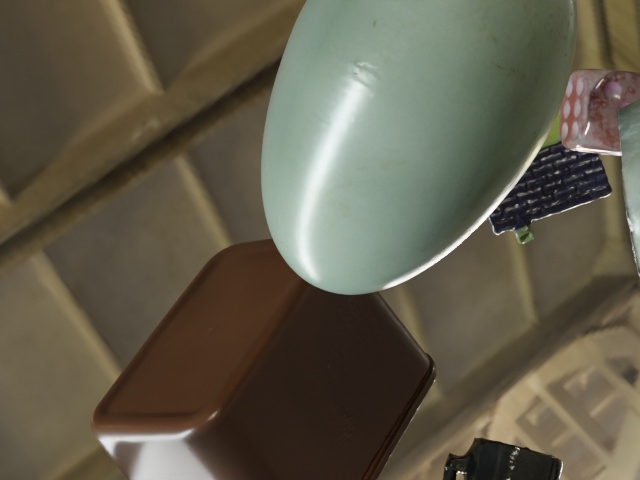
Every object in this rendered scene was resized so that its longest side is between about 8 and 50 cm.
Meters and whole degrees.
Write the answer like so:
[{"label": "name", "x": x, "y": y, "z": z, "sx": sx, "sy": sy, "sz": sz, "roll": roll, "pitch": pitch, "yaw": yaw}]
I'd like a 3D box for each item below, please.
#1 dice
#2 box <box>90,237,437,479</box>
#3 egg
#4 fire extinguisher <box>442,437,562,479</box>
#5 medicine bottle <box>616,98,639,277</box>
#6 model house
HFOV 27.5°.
[{"label": "dice", "x": 0.326, "y": -0.144, "z": 1.474, "sx": 0.094, "sy": 0.091, "sz": 0.093, "roll": -163, "pitch": 79, "yaw": -81}, {"label": "box", "x": -0.067, "y": 0.179, "z": 1.517, "sx": 0.229, "sy": 0.239, "sz": 0.339, "roll": 56, "pitch": -131, "yaw": -25}, {"label": "egg", "x": 0.073, "y": -0.115, "z": 1.101, "sx": 0.230, "sy": 0.230, "sz": 0.371, "roll": -10, "pitch": -44, "yaw": -49}, {"label": "fire extinguisher", "x": 0.171, "y": 0.430, "z": 1.605, "sx": 0.113, "sy": 0.200, "sz": 0.376, "roll": 34, "pitch": -113, "yaw": -61}, {"label": "medicine bottle", "x": 0.258, "y": -0.026, "z": 0.779, "sx": 0.143, "sy": 0.147, "sz": 0.147, "roll": -9, "pitch": -18, "yaw": 18}, {"label": "model house", "x": 0.327, "y": -0.099, "z": 1.914, "sx": 0.194, "sy": 0.211, "sz": 0.170, "roll": -18, "pitch": -36, "yaw": 9}]
